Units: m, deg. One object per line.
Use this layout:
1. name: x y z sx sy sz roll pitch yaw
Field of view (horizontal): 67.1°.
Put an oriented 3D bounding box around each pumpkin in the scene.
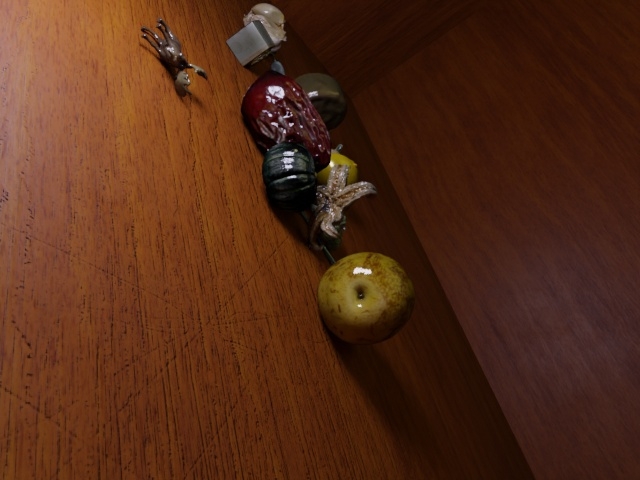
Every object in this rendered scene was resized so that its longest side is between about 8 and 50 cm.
1. pumpkin: -0.090 -0.195 1.493 0.220 0.162 0.220 -4 90 -80

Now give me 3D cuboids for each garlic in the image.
1. garlic: -0.282 -1.025 2.338 0.203 0.185 0.280 16 61 -27

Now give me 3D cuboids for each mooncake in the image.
1. mooncake: -0.022 -0.598 2.155 0.284 0.285 0.155 30 40 -55

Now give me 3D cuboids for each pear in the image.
1. pear: 0.127 0.164 1.365 0.280 0.281 0.280 49 21 -26

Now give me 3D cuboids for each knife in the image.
1. knife: 0.000 0.000 1.689 0.312 0.019 0.044 58 11 1

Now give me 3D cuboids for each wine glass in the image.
1. wine glass: -0.222 -0.871 2.401 0.074 0.074 0.262 34 32 -51

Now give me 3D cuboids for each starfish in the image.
1. starfish: 0.035 -0.097 1.524 0.113 0.303 0.312 26 23 -29

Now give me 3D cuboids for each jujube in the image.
1. jujube: -0.120 -0.389 1.658 0.376 0.259 0.258 64 18 -5

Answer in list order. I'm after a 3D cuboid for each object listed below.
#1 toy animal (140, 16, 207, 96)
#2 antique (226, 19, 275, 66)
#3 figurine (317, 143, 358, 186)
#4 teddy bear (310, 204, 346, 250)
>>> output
1. toy animal: -0.403 -0.514 1.343 0.186 0.094 0.214 53 9 -41
2. antique: -0.288 -0.825 2.035 0.147 0.147 0.152 54 20 -18
3. figurine: 0.041 -0.337 2.075 0.215 0.187 0.343 28 28 -41
4. teddy bear: 0.032 -0.082 1.733 0.133 0.111 0.212 59 7 -64
